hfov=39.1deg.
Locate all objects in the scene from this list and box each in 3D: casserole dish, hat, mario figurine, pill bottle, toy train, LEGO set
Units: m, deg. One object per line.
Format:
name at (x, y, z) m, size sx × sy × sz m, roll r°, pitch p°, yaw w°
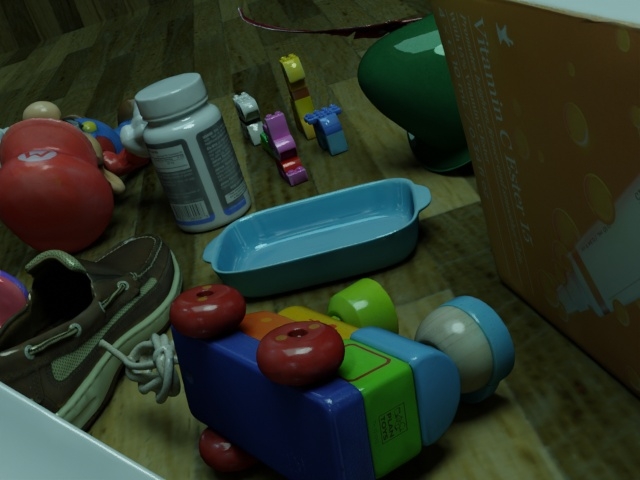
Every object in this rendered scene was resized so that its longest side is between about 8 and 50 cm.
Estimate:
casserole dish at (0.000, 0.000, 0.721) m, size 0.188 × 0.037 × 0.114 m, roll -15°, pitch 24°, yaw 9°
hat at (0.053, -0.163, 0.786) m, size 0.208 × 0.183 × 0.173 m, roll -36°, pitch 46°, yaw 50°
mario figurine at (-0.264, -0.112, 0.969) m, size 0.198 × 0.170 × 0.320 m, roll -50°, pitch 11°, yaw 13°
pill bottle at (-0.122, -0.084, 0.860) m, size 0.078 × 0.137 × 0.078 m, roll -15°, pitch 24°, yaw 7°
toy train at (-0.018, 0.062, 0.536) m, size 0.143 × 0.105 × 0.248 m, roll -21°, pitch 22°, yaw -33°
LEGO set at (-0.037, -0.147, 0.989) m, size 0.087 × 0.093 × 0.227 m, roll -22°, pitch 24°, yaw -10°

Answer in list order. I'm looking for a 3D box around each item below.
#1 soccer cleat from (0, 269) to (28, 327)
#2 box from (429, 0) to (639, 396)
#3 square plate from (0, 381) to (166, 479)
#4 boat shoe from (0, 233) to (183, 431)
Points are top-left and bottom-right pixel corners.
soccer cleat at (-0.362, 0.061, 0.794) m, size 0.248 × 0.083 × 0.095 m, roll -15°, pitch 19°, yaw 13°
box at (0.211, -0.036, 0.435) m, size 0.168 × 0.215 × 0.345 m, roll -22°, pitch 24°, yaw -8°
square plate at (-0.275, 0.165, 0.384) m, size 0.347 × 0.049 × 0.344 m, roll 26°, pitch 41°, yaw 15°
boat shoe at (-0.173, 0.046, 0.668) m, size 0.095 × 0.095 × 0.257 m, roll -12°, pitch 25°, yaw 14°
